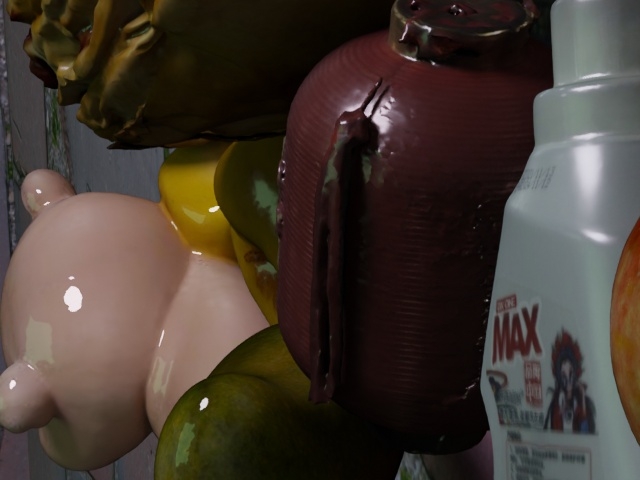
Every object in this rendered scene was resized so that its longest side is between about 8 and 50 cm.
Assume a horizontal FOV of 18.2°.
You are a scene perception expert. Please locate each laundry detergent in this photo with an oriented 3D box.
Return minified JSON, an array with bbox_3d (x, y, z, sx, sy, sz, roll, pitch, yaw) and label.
[{"bbox_3d":[0.140,0.091,0.897,0.264,0.125,0.398,167,99,-74],"label":"laundry detergent"}]

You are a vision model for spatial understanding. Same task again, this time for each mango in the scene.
[{"bbox_3d":[-0.025,0.125,1.150,0.146,0.129,0.289,-62,-11,15],"label":"mango"}]

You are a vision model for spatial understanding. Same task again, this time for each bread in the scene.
[{"bbox_3d":[-0.024,-0.165,1.114,0.324,0.277,0.167,116,141,-53],"label":"bread"}]

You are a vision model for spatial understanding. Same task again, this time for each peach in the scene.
[{"bbox_3d":[0.000,0.000,1.305,0.179,0.103,0.179,49,157,28],"label":"peach"}]

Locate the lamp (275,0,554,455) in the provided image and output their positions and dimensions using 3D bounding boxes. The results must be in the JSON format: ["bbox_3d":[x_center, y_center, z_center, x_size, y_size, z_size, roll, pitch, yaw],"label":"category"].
[{"bbox_3d":[0.058,-0.002,1.037,0.180,0.180,0.258,-126,36,-59],"label":"lamp"}]

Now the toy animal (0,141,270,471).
[{"bbox_3d":[-0.147,0.107,1.605,0.277,0.247,0.345,109,151,-56],"label":"toy animal"}]

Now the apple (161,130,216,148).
[{"bbox_3d":[-0.117,-0.163,1.577,0.182,0.155,0.182,-63,-7,-15],"label":"apple"}]

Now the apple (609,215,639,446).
[{"bbox_3d":[0.177,0.042,0.725,0.146,0.146,0.131,-133,41,-63],"label":"apple"}]
